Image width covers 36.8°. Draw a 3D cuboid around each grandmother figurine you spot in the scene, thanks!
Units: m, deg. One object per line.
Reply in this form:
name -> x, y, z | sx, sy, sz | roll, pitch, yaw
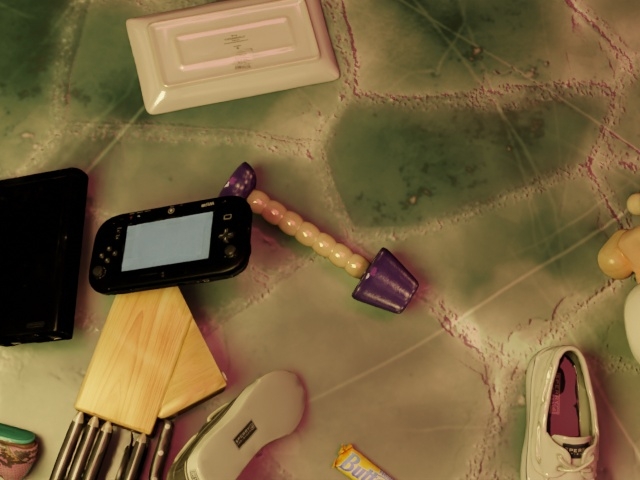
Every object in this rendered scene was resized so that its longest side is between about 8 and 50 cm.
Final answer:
grandmother figurine -> 0.475, -0.007, 1.157 | 0.207, 0.342, 0.104 | 10, 75, -5

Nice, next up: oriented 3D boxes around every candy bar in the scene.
candy bar -> 0.084, 0.311, 1.191 | 0.161, 0.018, 0.040 | 37, 74, 2

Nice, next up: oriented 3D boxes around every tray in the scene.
tray -> -0.117, -0.264, 1.303 | 0.270, 0.030, 0.145 | -13, 79, -11

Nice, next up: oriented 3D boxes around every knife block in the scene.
knife block -> -0.246, 0.172, 1.144 | 0.242, 0.088, 0.276 | -25, 81, -14

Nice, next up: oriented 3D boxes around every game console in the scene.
game console -> -0.248, 0.004, 1.133 | 0.361, 0.044, 0.213 | -8, 66, 16

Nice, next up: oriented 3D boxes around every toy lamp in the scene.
toy lamp -> 0.000, 0.000, 1.228 | 0.274, 0.080, 0.080 | 34, 74, 2

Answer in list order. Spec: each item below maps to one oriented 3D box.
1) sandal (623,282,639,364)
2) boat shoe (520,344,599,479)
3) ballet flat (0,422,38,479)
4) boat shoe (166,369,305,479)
sandal -> 0.544, 0.122, 1.156 | 0.416, 0.102, 0.170 | 4, 72, -28
boat shoe -> 0.301, 0.258, 1.199 | 0.095, 0.084, 0.258 | -2, 76, -9
ballet flat -> -0.439, 0.225, 1.118 | 0.221, 0.077, 0.079 | 23, 93, -2
boat shoe -> -0.099, 0.222, 1.134 | 0.219, 0.070, 0.078 | -34, 100, -51
